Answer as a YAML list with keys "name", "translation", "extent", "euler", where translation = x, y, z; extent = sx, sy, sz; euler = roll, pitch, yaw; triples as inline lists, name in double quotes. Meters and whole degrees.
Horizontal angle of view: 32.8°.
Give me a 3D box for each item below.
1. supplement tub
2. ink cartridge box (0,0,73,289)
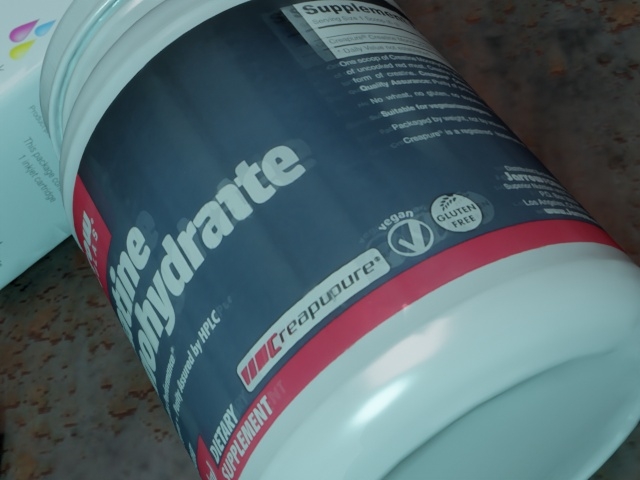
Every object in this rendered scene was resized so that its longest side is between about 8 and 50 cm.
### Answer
- name: "supplement tub"
  translation: [0.000, 0.000, 0.483]
  extent: [0.191, 0.191, 0.272]
  euler: [-33, 56, -3]
- name: "ink cartridge box"
  translation: [-0.155, -0.153, 0.651]
  extent: [0.306, 0.131, 0.226]
  euler: [-41, 60, -11]
